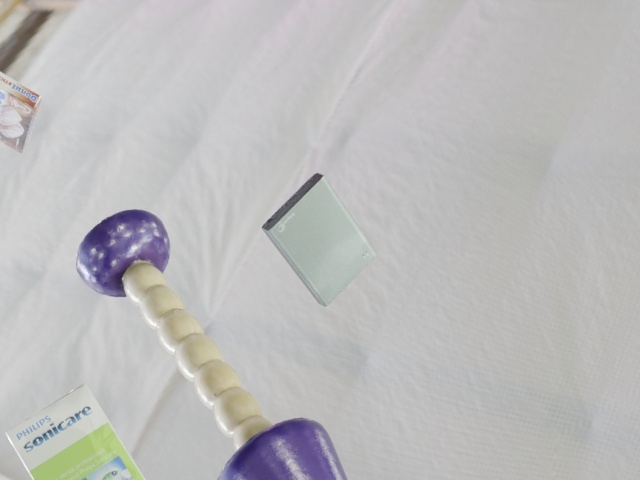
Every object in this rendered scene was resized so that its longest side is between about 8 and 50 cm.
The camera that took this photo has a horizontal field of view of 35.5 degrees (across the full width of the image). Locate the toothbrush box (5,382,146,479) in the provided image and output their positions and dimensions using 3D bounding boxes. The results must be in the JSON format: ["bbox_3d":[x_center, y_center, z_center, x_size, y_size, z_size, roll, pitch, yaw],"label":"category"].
[{"bbox_3d":[-0.279,0.352,1.311,0.122,0.206,0.283,-33,-102,-18],"label":"toothbrush box"}]

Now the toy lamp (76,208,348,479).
[{"bbox_3d":[-0.068,0.089,0.633,0.080,0.080,0.275,-40,-128,-3],"label":"toy lamp"}]

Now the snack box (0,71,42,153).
[{"bbox_3d":[-0.394,-0.161,1.268,0.022,0.064,0.178,-64,-168,-22],"label":"snack box"}]

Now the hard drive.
[{"bbox_3d":[0.000,0.000,1.175,0.094,0.135,0.022,-45,-146,-14],"label":"hard drive"}]
